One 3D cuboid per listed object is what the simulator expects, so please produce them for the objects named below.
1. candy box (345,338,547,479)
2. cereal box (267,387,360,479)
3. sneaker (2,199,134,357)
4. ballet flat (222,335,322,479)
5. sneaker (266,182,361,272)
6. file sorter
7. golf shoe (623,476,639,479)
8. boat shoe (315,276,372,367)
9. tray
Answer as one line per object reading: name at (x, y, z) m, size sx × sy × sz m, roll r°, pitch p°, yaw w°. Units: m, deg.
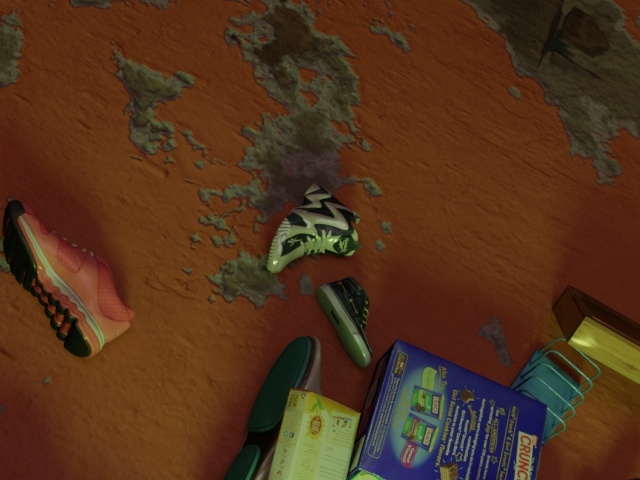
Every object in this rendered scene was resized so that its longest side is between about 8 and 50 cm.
candy box at (0.227, 0.370, 1.465) m, size 0.317 × 0.122 × 0.268 m, roll 24°, pitch 55°, yaw -3°
cereal box at (-0.017, 0.378, 1.322) m, size 0.173 × 0.047 × 0.240 m, roll 38°, pitch 62°, yaw -50°
sneaker at (-0.448, 0.056, 1.440) m, size 0.136 × 0.116 × 0.314 m, roll -28°, pitch 79°, yaw -41°
ballet flat at (-0.071, 0.356, 1.380) m, size 0.139 × 0.139 × 0.400 m, roll 27°, pitch 59°, yaw -2°
sneaker at (0.000, 0.000, 1.622) m, size 0.153 × 0.094 × 0.235 m, roll 27°, pitch 45°, yaw 8°
file sorter at (0.457, 0.293, 1.603) m, size 0.118 × 0.104 × 0.170 m, roll 42°, pitch 55°, yaw 7°
golf shoe at (0.548, 0.517, 1.527) m, size 0.198 × 0.077 × 0.094 m, roll -22°, pitch 80°, yaw -22°
boat shoe at (0.070, 0.152, 1.574) m, size 0.083 × 0.065 × 0.183 m, roll -20°, pitch 68°, yaw -27°
tray at (0.686, 0.246, 1.664) m, size 0.410 × 0.076 × 0.203 m, roll 29°, pitch 16°, yaw -1°
